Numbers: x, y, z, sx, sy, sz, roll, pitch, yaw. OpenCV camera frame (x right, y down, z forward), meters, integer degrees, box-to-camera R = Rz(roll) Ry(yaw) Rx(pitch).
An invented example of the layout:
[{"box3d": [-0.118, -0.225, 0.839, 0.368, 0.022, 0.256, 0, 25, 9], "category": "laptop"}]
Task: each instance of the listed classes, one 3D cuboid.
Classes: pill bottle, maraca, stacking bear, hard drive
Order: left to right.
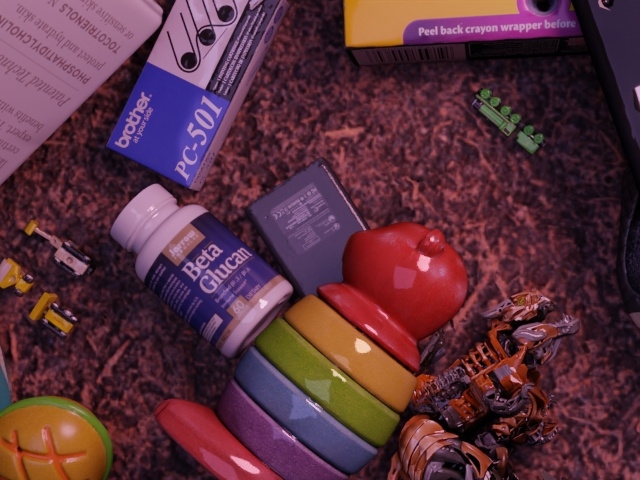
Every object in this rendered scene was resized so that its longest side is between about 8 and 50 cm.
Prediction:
[{"box3d": [-0.281, 0.224, 1.274, 0.127, 0.099, 0.185, 38, 113, -11], "category": "maraca"}, {"box3d": [-0.117, 0.025, 1.252, 0.169, 0.094, 0.094, 41, 95, 7], "category": "pill bottle"}, {"box3d": [0.000, 0.000, 1.271, 0.094, 0.022, 0.135, -33, 84, 7], "category": "hard drive"}, {"box3d": [0.018, 0.106, 1.190, 0.164, 0.175, 0.289, 39, 89, 25], "category": "stacking bear"}]

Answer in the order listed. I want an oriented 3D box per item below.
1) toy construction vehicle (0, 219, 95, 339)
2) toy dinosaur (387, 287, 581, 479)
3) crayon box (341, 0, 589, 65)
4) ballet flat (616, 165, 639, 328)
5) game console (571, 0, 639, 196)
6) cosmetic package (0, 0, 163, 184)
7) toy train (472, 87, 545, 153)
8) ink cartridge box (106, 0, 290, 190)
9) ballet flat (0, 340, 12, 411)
[{"box3d": [-0.271, 0.038, 1.310, 0.098, 0.035, 0.086, 33, 99, 4], "category": "toy construction vehicle"}, {"box3d": [0.148, 0.208, 1.207, 0.218, 0.164, 0.322, 35, 113, 22], "category": "toy dinosaur"}, {"box3d": [0.200, -0.332, 1.206, 0.363, 0.106, 0.313, -2, 87, 7], "category": "crayon box"}, {"box3d": [0.303, 0.004, 1.211, 0.058, 0.049, 0.173, -4, 88, 9], "category": "ballet flat"}, {"box3d": [0.422, -0.128, 1.107, 0.342, 0.060, 0.386, -19, 88, 6], "category": "game console"}, {"box3d": [-0.430, -0.219, 1.156, 0.394, 0.327, 0.329, -44, 68, 5], "category": "cosmetic package"}, {"box3d": [0.179, -0.114, 1.250, 0.083, 0.017, 0.023, 41, 105, 7], "category": "toy train"}, {"box3d": [-0.120, -0.162, 1.281, 0.097, 0.046, 0.207, 26, 93, 9], "category": "ink cartridge box"}, {"box3d": [-0.369, 0.077, 1.300, 0.077, 0.091, 0.240, -15, 82, 33], "category": "ballet flat"}]
